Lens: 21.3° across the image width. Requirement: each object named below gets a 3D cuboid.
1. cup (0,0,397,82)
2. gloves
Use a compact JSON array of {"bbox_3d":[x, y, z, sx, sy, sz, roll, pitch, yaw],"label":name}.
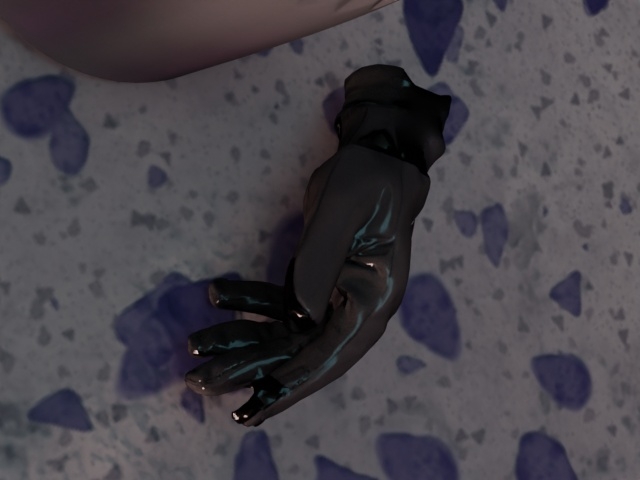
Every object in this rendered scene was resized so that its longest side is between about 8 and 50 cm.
[{"bbox_3d":[-0.040,-0.236,1.002,0.253,0.371,0.253,2,87,-35],"label":"cup"},{"bbox_3d":[0.011,0.000,1.126,0.119,0.142,0.285,30,67,8],"label":"gloves"}]
